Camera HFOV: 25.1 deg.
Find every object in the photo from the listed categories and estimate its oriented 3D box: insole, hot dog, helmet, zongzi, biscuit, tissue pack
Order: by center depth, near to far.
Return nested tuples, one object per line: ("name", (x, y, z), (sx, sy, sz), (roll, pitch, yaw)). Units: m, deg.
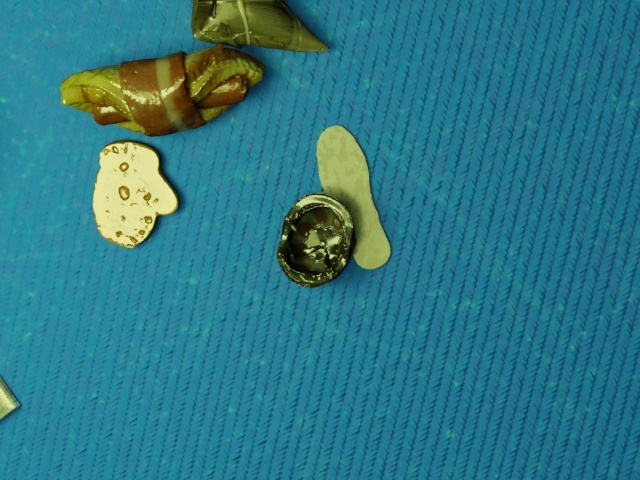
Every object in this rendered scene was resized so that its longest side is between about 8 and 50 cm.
("zongzi", (-0.069, -0.334, 1.815), (0.178, 0.081, 0.189), (5, 92, -6))
("hot dog", (-0.199, -0.178, 1.817), (0.262, 0.123, 0.093), (-10, 72, 8))
("helmet", (0.000, 0.000, 1.836), (0.098, 0.070, 0.123), (21, 95, 14))
("insole", (0.042, -0.055, 1.857), (0.065, 0.006, 0.193), (-19, 93, 9))
("biscuit", (-0.241, -0.059, 1.886), (0.118, 0.023, 0.140), (14, 97, 6))
("tissue pack", (-0.459, 0.196, 1.941), (0.056, 0.023, 0.108), (-37, 89, 10))
